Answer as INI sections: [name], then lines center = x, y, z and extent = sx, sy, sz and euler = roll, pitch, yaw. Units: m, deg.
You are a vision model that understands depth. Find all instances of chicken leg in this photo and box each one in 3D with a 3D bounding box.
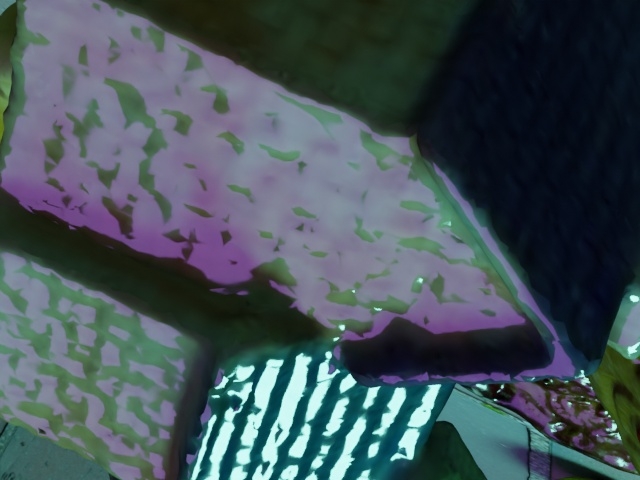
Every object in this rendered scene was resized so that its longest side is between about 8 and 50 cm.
[chicken leg]
center = 0.247, 0.110, 1.435
extent = 0.407, 0.096, 0.158
euler = 23, 148, 14

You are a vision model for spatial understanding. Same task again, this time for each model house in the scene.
[model house]
center = 0.016, -0.012, 0.857
extent = 0.280, 0.245, 0.312
euler = 23, 135, 6

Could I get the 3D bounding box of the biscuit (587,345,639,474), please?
[biscuit]
center = 0.284, 0.177, 1.195
extent = 0.394, 0.070, 0.350
euler = 54, 164, 20

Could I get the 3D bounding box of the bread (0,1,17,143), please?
[bread]
center = -0.063, -0.081, 1.092
extent = 0.311, 0.121, 0.173
euler = -4, 123, 33

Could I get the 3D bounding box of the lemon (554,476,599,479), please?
[lemon]
center = 0.305, 0.357, 2.125
extent = 0.180, 0.181, 0.193
euler = 34, 166, -28
